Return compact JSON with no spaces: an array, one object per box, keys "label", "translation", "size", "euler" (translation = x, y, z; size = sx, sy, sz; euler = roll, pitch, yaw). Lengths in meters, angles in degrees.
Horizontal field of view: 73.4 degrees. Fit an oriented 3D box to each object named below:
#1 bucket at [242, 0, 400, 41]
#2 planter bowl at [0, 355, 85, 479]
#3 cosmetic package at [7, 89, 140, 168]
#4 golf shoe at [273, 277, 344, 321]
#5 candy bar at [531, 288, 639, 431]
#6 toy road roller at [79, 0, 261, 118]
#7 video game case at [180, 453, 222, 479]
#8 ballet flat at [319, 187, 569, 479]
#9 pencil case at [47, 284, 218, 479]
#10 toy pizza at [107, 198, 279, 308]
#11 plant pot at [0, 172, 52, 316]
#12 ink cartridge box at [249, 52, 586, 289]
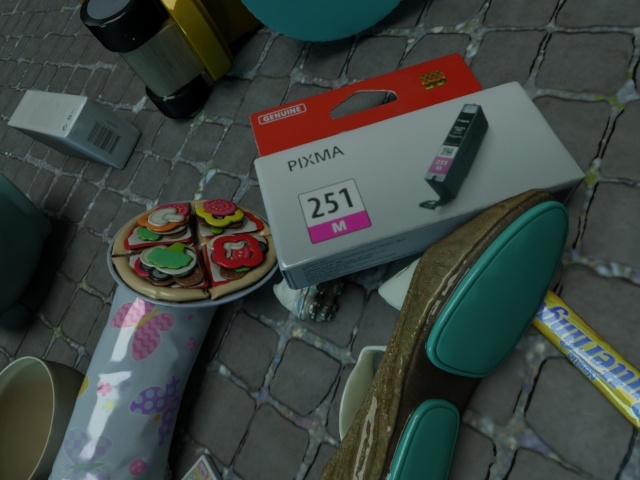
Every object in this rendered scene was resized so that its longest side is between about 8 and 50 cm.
[{"label":"bucket","translation":[-0.002,-0.404,0.527],"size":[0.280,0.281,0.183],"euler":[-19,60,22]},{"label":"planter bowl","translation":[-0.347,0.239,0.558],"size":[0.161,0.109,0.162],"euler":[-11,66,25]},{"label":"cosmetic package","translation":[-0.456,-0.207,0.793],"size":[0.230,0.117,0.086],"euler":[18,80,32]},{"label":"golf shoe","translation":[0.000,0.000,0.487],"size":[0.085,0.069,0.176],"euler":[21,80,40]},{"label":"candy bar","translation":[0.218,0.087,0.356],"size":[0.040,0.018,0.162],"euler":[-43,56,8]},{"label":"toy road roller","translation":[-0.247,-0.389,0.706],"size":[0.240,0.202,0.330],"euler":[-36,62,-2]},{"label":"video game case","translation":[-0.145,0.315,0.473],"size":[0.122,0.011,0.087],"euler":[-50,56,4]},{"label":"ballet flat","translation":[0.086,0.106,0.376],"size":[0.124,0.116,0.343],"euler":[23,90,57]},{"label":"pencil case","translation":[-0.209,0.166,0.504],"size":[0.123,0.113,0.274],"euler":[15,75,-9]},{"label":"toy pizza","translation":[-0.144,0.000,0.509],"size":[0.201,0.032,0.201],"euler":[5,37,-4]},{"label":"plant pot","translation":[-0.598,-0.015,0.721],"size":[0.292,0.293,0.196],"euler":[15,53,33]},{"label":"ink cartridge box","translation":[0.069,-0.101,0.437],"size":[0.274,0.060,0.239],"euler":[-17,62,-1]}]
